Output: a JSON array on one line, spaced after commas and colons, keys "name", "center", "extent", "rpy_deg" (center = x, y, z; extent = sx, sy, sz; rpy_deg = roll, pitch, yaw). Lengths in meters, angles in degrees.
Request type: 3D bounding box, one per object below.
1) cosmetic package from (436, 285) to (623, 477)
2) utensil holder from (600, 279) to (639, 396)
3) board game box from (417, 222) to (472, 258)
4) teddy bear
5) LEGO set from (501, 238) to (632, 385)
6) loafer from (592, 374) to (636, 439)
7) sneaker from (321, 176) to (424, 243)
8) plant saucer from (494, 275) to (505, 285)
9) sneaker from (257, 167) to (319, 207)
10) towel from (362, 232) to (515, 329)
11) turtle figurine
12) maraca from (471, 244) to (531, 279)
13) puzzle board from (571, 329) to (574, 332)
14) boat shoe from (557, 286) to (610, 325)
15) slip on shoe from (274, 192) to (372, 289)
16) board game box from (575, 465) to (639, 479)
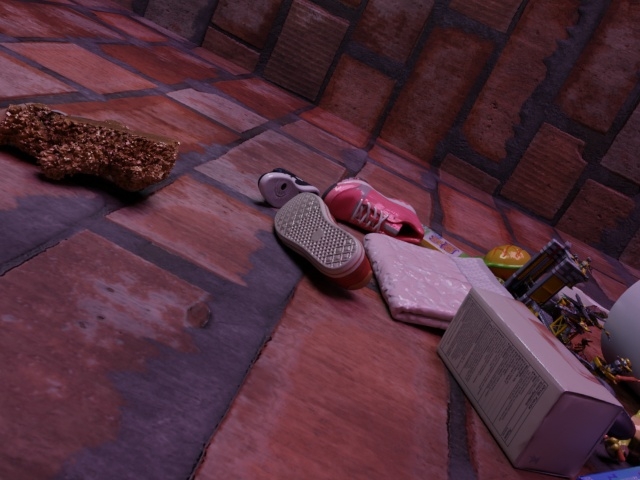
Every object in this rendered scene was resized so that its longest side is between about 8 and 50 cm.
[{"name": "cosmetic package", "center": [0.329, 0.223, 1.073], "extent": [0.129, 0.153, 0.296], "rpy_deg": [18, 21, -22]}, {"name": "utensil holder", "center": [0.848, 0.273, 1.380], "extent": [0.327, 0.328, 0.385], "rpy_deg": [19, 19, -22]}, {"name": "board game box", "center": [0.316, 0.009, 1.821], "extent": [0.259, 0.039, 0.124], "rpy_deg": [41, 23, 28]}, {"name": "teddy bear", "center": [-0.435, -0.168, 1.184], "extent": [0.337, 0.113, 0.245], "rpy_deg": [10, 16, -23]}, {"name": "LEGO set", "center": [0.557, 0.150, 1.400], "extent": [0.255, 0.192, 0.331], "rpy_deg": [38, 23, -11]}, {"name": "loafer", "center": [0.444, 0.272, 1.156], "extent": [0.095, 0.109, 0.302], "rpy_deg": [41, 1, -8]}, {"name": "sneaker", "center": [0.148, -0.068, 1.667], "extent": [0.313, 0.116, 0.136], "rpy_deg": [15, 24, -31]}, {"name": "plant saucer", "center": [0.413, 0.136, 1.588], "extent": [0.188, 0.045, 0.188], "rpy_deg": [17, 20, -27]}, {"name": "sneaker", "center": [-0.107, -0.135, 1.571], "extent": [0.121, 0.079, 0.216], "rpy_deg": [35, 11, 32]}, {"name": "towel", "center": [0.266, 0.094, 1.409], "extent": [0.316, 0.054, 0.332], "rpy_deg": [12, 22, -13]}, {"name": "turtle figurine", "center": [0.574, 0.361, 1.138], "extent": [0.269, 0.087, 0.217], "rpy_deg": [-21, 44, -42]}, {"name": "maraca", "center": [0.517, 0.062, 1.859], "extent": [0.185, 0.099, 0.127], "rpy_deg": [1, 8, 1]}, {"name": "puzzle board", "center": [0.609, 0.203, 1.733], "extent": [0.096, 0.011, 0.128], "rpy_deg": [21, 20, -21]}, {"name": "boat shoe", "center": [0.787, 0.191, 1.933], "extent": [0.184, 0.066, 0.063], "rpy_deg": [27, 4, 9]}, {"name": "slip on shoe", "center": [0.000, 0.000, 1.319], "extent": [0.101, 0.123, 0.331], "rpy_deg": [54, -6, -37]}, {"name": "board game box", "center": [0.474, 0.407, 0.936], "extent": [0.210, 0.047, 0.160], "rpy_deg": [11, 24, -39]}]
